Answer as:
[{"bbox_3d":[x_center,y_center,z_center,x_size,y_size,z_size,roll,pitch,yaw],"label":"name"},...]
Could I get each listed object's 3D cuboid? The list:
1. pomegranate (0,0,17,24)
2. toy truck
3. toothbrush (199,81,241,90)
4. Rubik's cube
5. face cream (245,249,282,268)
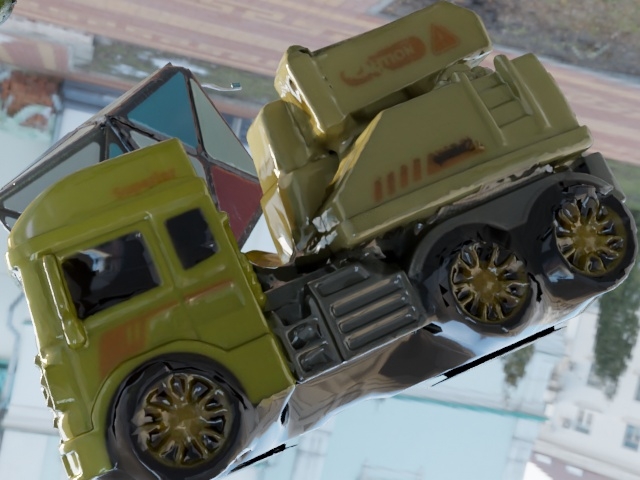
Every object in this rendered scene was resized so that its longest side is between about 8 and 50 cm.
[{"bbox_3d":[-0.442,-0.320,0.995,0.142,0.114,0.114,20,-179,-18],"label":"pomegranate"},{"bbox_3d":[0.000,0.000,0.550,0.405,0.254,0.180,-23,171,-17],"label":"toy truck"},{"bbox_3d":[-0.177,-0.235,1.238,0.131,0.013,0.011,-7,173,-36],"label":"toothbrush"},{"bbox_3d":[-0.249,-0.058,1.117,0.246,0.248,0.250,-28,-161,27],"label":"Rubik's cube"},{"bbox_3d":[0.011,0.064,0.908,0.273,0.078,0.078,9,180,44],"label":"face cream"}]
